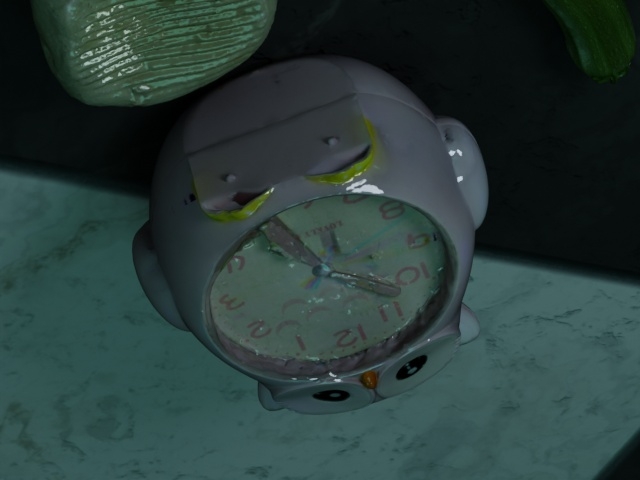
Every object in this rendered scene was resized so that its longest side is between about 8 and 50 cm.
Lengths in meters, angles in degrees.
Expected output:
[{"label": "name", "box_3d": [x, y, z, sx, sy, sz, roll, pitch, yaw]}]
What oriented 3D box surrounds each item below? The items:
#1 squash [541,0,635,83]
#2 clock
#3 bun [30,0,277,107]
[{"label": "squash", "box_3d": [0.268, -0.234, 1.873, 0.077, 0.068, 0.219, -37, 138, 0]}, {"label": "clock", "box_3d": [0.000, 0.000, 1.912, 0.368, 0.250, 0.376, -20, 134, 3]}, {"label": "bun", "box_3d": [-0.157, -0.228, 1.683, 0.231, 0.133, 0.231, -14, 146, -10]}]
